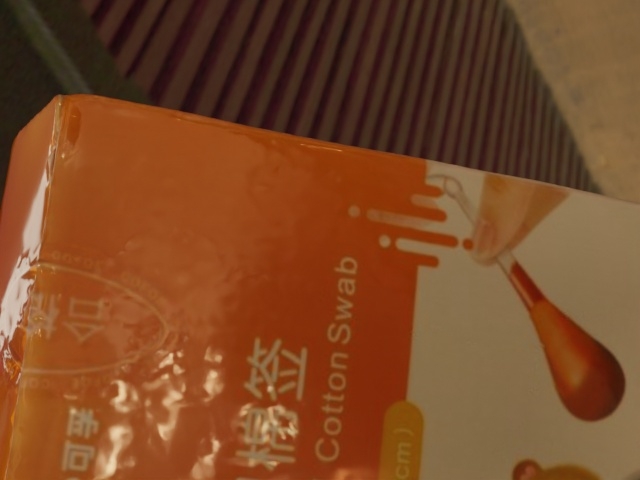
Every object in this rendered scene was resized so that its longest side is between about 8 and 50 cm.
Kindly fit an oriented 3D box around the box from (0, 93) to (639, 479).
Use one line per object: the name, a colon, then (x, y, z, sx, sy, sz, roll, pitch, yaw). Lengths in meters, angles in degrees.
box: (0.017, 0.082, 0.640, 0.341, 0.225, 0.143, 10, 166, -15)
